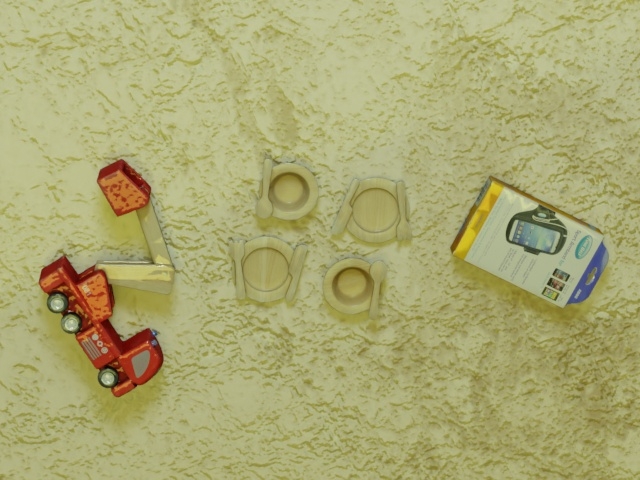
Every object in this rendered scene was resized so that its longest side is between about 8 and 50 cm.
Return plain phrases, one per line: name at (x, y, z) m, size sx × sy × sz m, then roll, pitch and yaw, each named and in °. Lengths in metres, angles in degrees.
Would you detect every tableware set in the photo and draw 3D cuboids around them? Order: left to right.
tableware set at (0.000, 0.000, 1.791) m, size 0.169 × 0.020 × 0.141 m, roll 10°, pitch 105°, yaw -4°

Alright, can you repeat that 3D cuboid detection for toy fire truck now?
toy fire truck at (-0.184, 0.037, 1.781) m, size 0.135 × 0.047 × 0.192 m, roll -31°, pitch 105°, yaw 5°

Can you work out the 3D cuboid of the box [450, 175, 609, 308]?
box at (0.200, 0.005, 1.796) m, size 0.136 × 0.028 × 0.081 m, roll 26°, pitch 103°, yaw -11°
